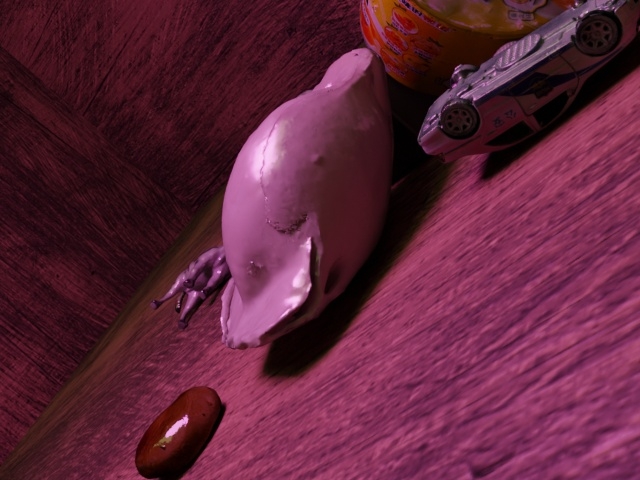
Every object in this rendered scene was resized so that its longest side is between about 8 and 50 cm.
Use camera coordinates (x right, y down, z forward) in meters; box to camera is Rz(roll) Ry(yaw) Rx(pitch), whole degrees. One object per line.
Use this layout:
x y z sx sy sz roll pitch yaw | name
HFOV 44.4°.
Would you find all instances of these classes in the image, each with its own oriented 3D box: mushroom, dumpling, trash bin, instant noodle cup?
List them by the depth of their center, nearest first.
-0.163 0.215 0.888 0.123 0.052 0.123 -42 13 12 | mushroom
-0.031 -0.044 0.889 0.260 0.181 0.341 -30 63 57 | dumpling
0.157 -0.299 0.895 0.264 0.264 0.200 -52 -3 -17 | instant noodle cup
0.061 -0.143 1.078 0.240 0.122 0.164 -40 14 46 | trash bin

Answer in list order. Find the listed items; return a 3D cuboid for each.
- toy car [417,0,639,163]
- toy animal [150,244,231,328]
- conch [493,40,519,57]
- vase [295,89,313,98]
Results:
0.190 -0.144 0.703 0.224 0.076 0.090 -30 20 33 | toy car
-0.223 0.065 1.541 0.255 0.090 0.170 -42 8 19 | toy animal
0.213 -0.176 0.774 0.085 0.056 0.076 -10 16 41 | conch
0.016 -0.245 1.592 0.128 0.128 0.248 -49 21 -5 | vase
